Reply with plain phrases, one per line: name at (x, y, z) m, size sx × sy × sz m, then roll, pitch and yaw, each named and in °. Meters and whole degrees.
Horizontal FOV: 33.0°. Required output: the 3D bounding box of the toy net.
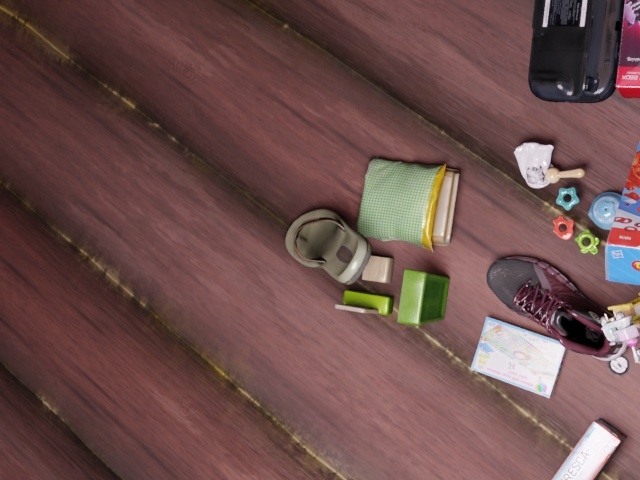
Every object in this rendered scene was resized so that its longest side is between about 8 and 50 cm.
toy net at (0.434, -0.082, 1.934) m, size 0.232 × 0.045 × 0.122 m, roll 42°, pitch 107°, yaw 22°

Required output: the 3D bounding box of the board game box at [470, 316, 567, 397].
board game box at (0.361, 0.211, 1.961) m, size 0.154 × 0.026 × 0.103 m, roll 19°, pitch 96°, yaw 24°

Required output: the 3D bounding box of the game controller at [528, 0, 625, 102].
game controller at (0.463, -0.406, 1.934) m, size 0.167 × 0.067 × 0.319 m, roll 7°, pitch 90°, yaw 40°

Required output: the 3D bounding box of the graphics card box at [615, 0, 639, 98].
graphics card box at (0.639, -0.425, 1.826) m, size 0.233 × 0.094 × 0.370 m, roll 7°, pitch 89°, yaw 25°

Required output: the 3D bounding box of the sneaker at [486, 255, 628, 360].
sneaker at (0.400, 0.111, 1.872) m, size 0.281 × 0.162 × 0.106 m, roll 31°, pitch 100°, yaw 23°

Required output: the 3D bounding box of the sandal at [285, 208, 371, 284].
sandal at (0.001, -0.001, 2.040) m, size 0.303 × 0.086 × 0.120 m, roll 23°, pitch 92°, yaw 65°

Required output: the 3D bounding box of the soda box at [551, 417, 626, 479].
soda box at (0.456, 0.400, 1.888) m, size 0.058 × 0.063 × 0.183 m, roll 37°, pitch 102°, yaw 22°

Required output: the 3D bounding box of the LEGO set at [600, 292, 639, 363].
LEGO set at (0.605, 0.129, 1.807) m, size 0.287 × 0.132 × 0.107 m, roll -18°, pitch 91°, yaw -10°

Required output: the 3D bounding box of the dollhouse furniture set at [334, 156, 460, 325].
dollhouse furniture set at (0.136, -0.007, 2.007) m, size 0.198 × 0.151 × 0.301 m, roll 8°, pitch 91°, yaw 25°

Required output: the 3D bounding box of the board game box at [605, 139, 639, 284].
board game box at (0.638, -0.048, 1.711) m, size 0.308 × 0.086 × 0.302 m, roll 7°, pitch 47°, yaw 25°
